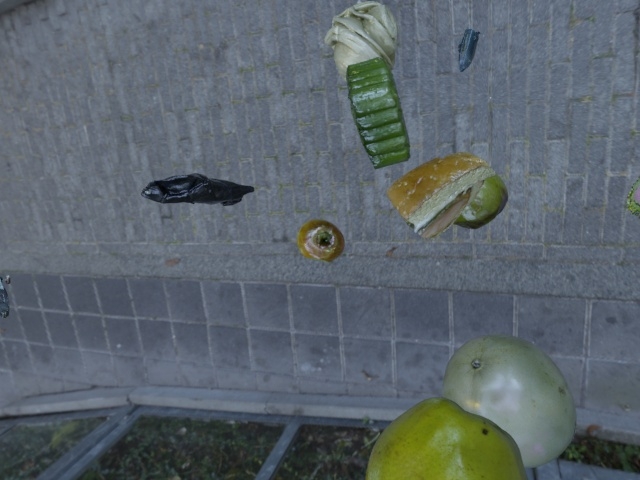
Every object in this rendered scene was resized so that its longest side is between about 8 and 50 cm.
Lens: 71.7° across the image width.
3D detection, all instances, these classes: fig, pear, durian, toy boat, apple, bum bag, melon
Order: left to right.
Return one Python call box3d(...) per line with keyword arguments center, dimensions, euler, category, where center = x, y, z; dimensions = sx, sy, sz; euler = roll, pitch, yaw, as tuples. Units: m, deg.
box3d(center=(-0.285, -0.123, 1.092), dimensions=(0.137, 0.310, 0.074), euler=(-12, 86, 28), category="bum bag")
box3d(center=(0.000, 0.000, 1.046), dimensions=(0.114, 0.102, 0.099), euler=(10, 83, -12), category="apple")
box3d(center=(0.144, 0.285, 0.498), dimensions=(0.198, 0.198, 0.198), euler=(6, 109, 19), category="pear")
box3d(center=(0.497, -0.641, 1.507), dimensions=(0.060, 0.055, 0.141), euler=(14, 90, 48), category="toy boat")
box3d(center=(0.534, -0.177, 1.605), dimensions=(0.239, 0.239, 0.271), euler=(-35, 90, 27), category="fig")
box3d(center=(0.424, 0.364, 1.003), dimensions=(0.269, 0.268, 0.330), euler=(-28, 123, 26), category="melon")
box3d(center=(0.791, -0.107, 1.011), dimensions=(0.095, 0.220, 0.137), euler=(41, 146, 4), category="durian")

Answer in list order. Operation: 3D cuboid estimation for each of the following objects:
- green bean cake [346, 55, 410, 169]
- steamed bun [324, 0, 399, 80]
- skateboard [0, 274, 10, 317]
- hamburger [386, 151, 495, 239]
box3d(center=(0.135, -0.294, 1.028), dimensions=(0.113, 0.200, 0.214), euler=(-15, 133, 12), category="green bean cake")
box3d(center=(0.156, -0.715, 1.580), dimensions=(0.276, 0.203, 0.289), euler=(34, 71, 5), category="steamed bun")
box3d(center=(-0.467, 0.094, 0.643), dimensions=(0.083, 0.032, 0.063), euler=(-38, 68, 43), category="skateboard")
box3d(center=(0.250, -0.122, 0.958), dimensions=(0.207, 0.135, 0.155), euler=(-46, 51, 26), category="hamburger")
